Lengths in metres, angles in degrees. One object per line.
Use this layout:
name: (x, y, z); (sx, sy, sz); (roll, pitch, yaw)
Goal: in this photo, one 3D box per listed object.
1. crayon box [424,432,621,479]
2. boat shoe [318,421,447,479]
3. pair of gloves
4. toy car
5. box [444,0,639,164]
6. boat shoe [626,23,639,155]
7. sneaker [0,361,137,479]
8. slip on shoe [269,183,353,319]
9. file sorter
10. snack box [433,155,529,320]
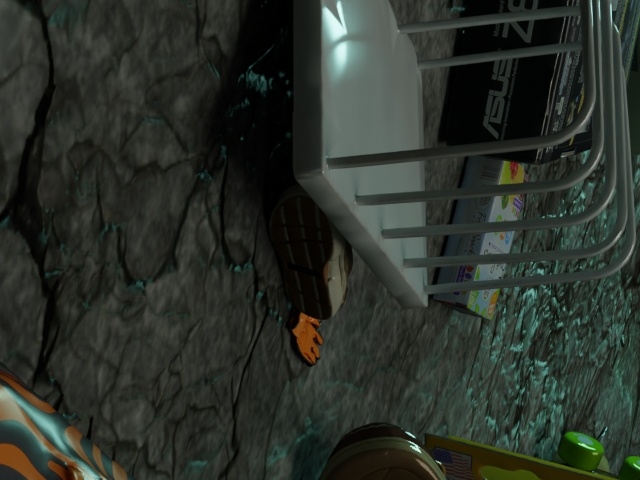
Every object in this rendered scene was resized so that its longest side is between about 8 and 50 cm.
crayon box: (0.197, 0.317, 1.637); (0.083, 0.203, 0.323); (-49, 146, -53)
boat shoe: (0.059, 0.235, 1.385); (0.342, 0.123, 0.123); (70, 8, -48)
pair of gloves: (0.001, 0.046, 1.222); (0.074, 0.010, 0.083); (68, 39, -58)
toy car: (0.335, 0.305, 2.118); (0.188, 0.149, 0.155); (-50, 161, -73)
box: (0.227, -0.274, 1.502); (0.318, 0.097, 0.394); (-18, 119, -66)
boat shoe: (0.357, -0.204, 1.919); (0.081, 0.079, 0.227); (-49, 143, -44)
sneaker: (-0.086, 0.141, 0.800); (0.321, 0.180, 0.124); (47, 58, -66)
slip on shoe: (0.000, 0.000, 1.128); (0.041, 0.051, 0.135); (-58, 156, -30)
file sorter: (0.101, -0.090, 1.096); (0.277, 0.173, 0.192); (50, 38, -66)
snack box: (0.144, -0.006, 1.534); (0.100, 0.037, 0.141); (27, 78, -69)
